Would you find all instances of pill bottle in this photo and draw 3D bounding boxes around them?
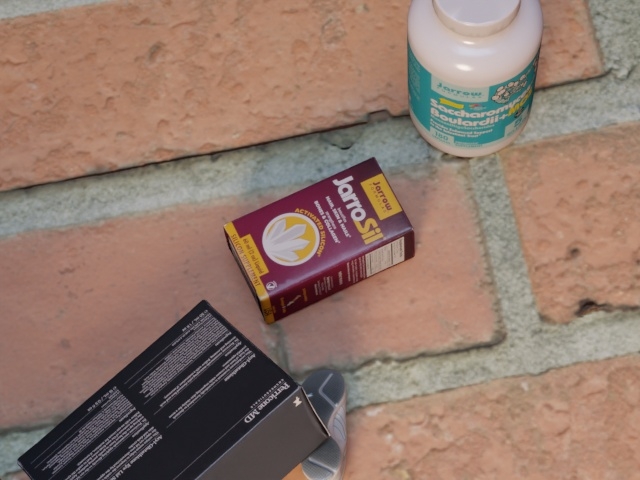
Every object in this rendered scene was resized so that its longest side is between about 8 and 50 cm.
[{"bbox_3d":[0.167,-0.208,1.640,0.146,0.264,0.146,-2,67,4],"label":"pill bottle"}]

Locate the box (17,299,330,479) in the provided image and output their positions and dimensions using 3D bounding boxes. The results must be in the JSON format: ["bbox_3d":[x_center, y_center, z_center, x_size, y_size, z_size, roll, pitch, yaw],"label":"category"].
[{"bbox_3d":[-0.151,0.215,1.545,0.261,0.103,0.184,-41,45,-12],"label":"box"}]

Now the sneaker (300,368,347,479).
[{"bbox_3d":[0.003,0.206,1.598,0.054,0.061,0.152,-5,48,10],"label":"sneaker"}]

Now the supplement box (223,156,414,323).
[{"bbox_3d":[0.000,0.000,1.664,0.188,0.081,0.104,-25,68,-7],"label":"supplement box"}]
